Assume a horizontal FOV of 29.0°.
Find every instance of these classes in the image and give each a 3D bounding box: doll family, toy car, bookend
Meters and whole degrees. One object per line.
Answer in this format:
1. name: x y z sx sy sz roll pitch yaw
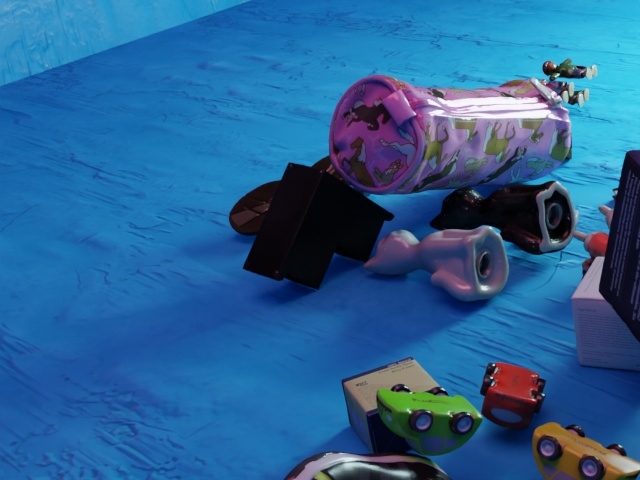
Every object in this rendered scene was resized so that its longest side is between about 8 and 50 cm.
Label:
1. doll family: 0.378 -0.241 2.075 0.111 0.076 0.193 14 36 36
2. toy car: 0.151 0.175 1.154 0.225 0.053 0.239 8 16 -23
3. bookend: 0.000 0.000 1.652 0.072 0.156 0.157 16 -10 46

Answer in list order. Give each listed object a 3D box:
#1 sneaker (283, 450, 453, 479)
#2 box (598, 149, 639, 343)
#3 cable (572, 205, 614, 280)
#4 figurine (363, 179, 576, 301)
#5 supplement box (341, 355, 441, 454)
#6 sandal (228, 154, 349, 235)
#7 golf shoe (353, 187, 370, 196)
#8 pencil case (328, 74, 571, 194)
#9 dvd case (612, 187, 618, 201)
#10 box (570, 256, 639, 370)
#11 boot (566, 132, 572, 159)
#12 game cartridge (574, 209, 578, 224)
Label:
1. sneaker: 0.052 0.230 1.049 0.097 0.084 0.235 27 21 38
2. box: 0.461 0.044 1.127 0.296 0.182 0.294 -7 35 -13
3. cable: 0.413 0.028 1.436 0.139 0.072 0.287 -28 28 -23
4. figurine: 0.184 -0.004 1.601 0.215 0.092 0.209 -31 22 -31
5. supplement box: 0.076 0.171 1.267 0.083 0.056 0.083 -17 24 -14
6. sandal: -0.029 -0.060 1.835 0.219 0.060 0.090 -30 43 -13
7. golf shoe: 0.087 -0.119 1.929 0.086 0.069 0.176 -4 24 1
8. pencil case: 0.184 -0.147 1.698 0.160 0.167 0.386 28 24 38
9. dvd case: 0.492 -0.038 1.622 0.165 0.018 0.221 -11 24 2
10. box: 0.335 0.078 1.330 0.102 0.087 0.101 4 28 29
11. boot: 0.331 -0.144 1.911 0.114 0.037 0.106 -1 11 13
12. game cartridge: 0.312 -0.020 1.662 0.056 0.017 0.083 3 27 38
